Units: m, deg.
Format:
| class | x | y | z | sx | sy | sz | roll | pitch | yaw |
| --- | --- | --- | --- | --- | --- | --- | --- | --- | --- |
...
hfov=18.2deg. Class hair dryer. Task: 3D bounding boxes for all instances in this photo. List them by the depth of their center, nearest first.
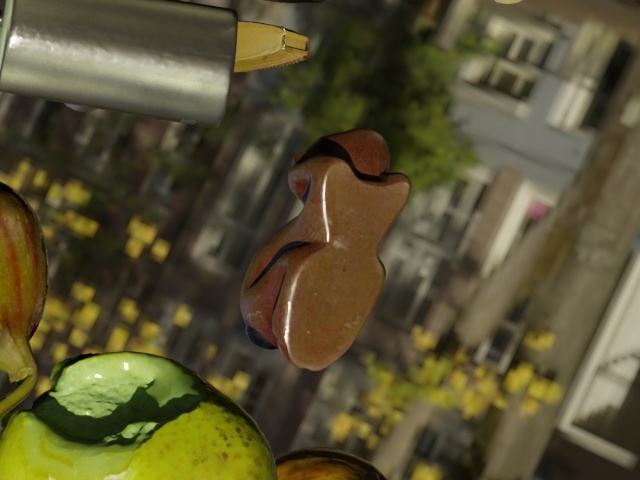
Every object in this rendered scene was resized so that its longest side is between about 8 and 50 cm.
| class | x | y | z | sx | sy | sz | roll | pitch | yaw |
| --- | --- | --- | --- | --- | --- | --- | --- | --- | --- |
| hair dryer | -0.174 | -0.115 | 1.336 | 0.196 | 0.078 | 0.248 | 9 | 172 | -13 |

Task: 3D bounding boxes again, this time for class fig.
| class | x | y | z | sx | sy | sz | roll | pitch | yaw |
| --- | --- | --- | --- | --- | --- | --- | --- | --- | --- |
| fig | -0.262 | 0.035 | 1.526 | 0.186 | 0.142 | 0.148 | 39 | -155 | 20 |

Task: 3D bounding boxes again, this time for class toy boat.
| class | x | y | z | sx | sy | sz | roll | pitch | yaw |
| --- | --- | --- | --- | --- | --- | --- | --- | --- | --- |
| toy boat | -0.080 | -0.174 | 1.817 | 0.149 | 0.047 | 0.049 | 1 | 171 | 27 |

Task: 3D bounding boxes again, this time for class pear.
| class | x | y | z | sx | sy | sz | roll | pitch | yaw |
| --- | --- | --- | --- | --- | --- | --- | --- | --- | --- |
| pear | -0.167 | 0.226 | 1.904 | 0.292 | 0.292 | 0.159 | 25 | 137 | 44 |

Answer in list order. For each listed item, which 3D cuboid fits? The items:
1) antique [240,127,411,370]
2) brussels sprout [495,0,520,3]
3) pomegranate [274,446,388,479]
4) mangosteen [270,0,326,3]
| class | x | y | z | sx | sy | sz | roll | pitch | yaw |
| --- | --- | --- | --- | --- | --- | --- | --- | --- | --- |
| antique | 0.000 | 0.000 | 2.106 | 0.121 | 0.256 | 0.143 | 17 | -177 | -29 |
| brussels sprout | 0.182 | -0.331 | 2.015 | 0.183 | 0.145 | 0.131 | 36 | -156 | -36 |
| pomegranate | -0.006 | 0.391 | 2.385 | 0.307 | 0.307 | 0.307 | 25 | 180 | 0 |
| mangosteen | 0.003 | -0.252 | 1.139 | 0.211 | 0.250 | 0.211 | 35 | -144 | -31 |
